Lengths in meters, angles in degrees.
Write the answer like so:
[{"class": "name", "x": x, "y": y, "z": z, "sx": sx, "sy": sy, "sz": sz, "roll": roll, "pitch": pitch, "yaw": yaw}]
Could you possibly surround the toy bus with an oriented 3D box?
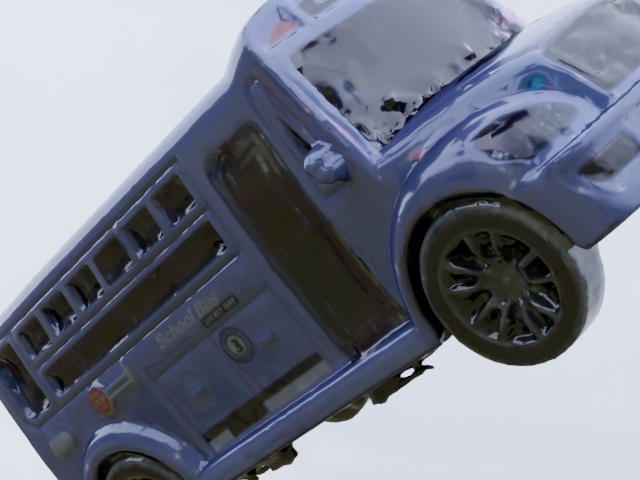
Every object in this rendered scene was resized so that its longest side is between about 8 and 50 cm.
[{"class": "toy bus", "x": 0.000, "y": 0.000, "z": 0.493, "sx": 0.133, "sy": 0.125, "sz": 0.292, "roll": 50, "pitch": -45, "yaw": -1}]
